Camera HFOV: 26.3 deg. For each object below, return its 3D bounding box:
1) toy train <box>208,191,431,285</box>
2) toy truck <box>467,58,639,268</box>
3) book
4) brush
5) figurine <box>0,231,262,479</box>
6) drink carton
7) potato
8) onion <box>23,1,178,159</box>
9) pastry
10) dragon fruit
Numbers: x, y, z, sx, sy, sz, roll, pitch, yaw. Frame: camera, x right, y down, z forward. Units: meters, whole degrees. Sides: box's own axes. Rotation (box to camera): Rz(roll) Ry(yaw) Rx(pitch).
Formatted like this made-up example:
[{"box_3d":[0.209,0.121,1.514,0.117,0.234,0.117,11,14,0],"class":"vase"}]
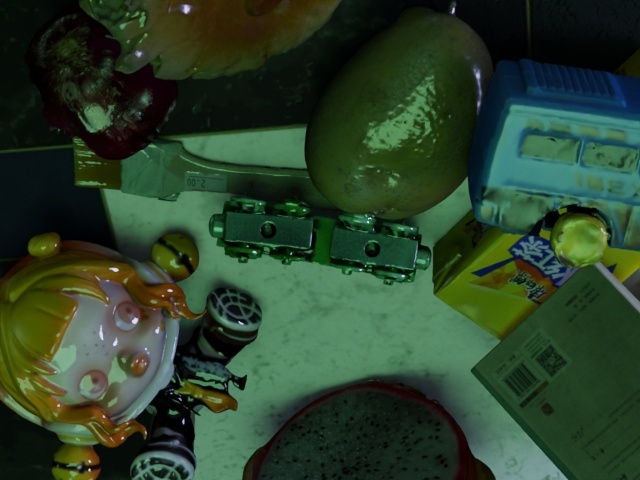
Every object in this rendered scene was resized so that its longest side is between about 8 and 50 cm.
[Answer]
[{"box_3d":[0.000,0.000,1.555,0.251,0.119,0.085,11,88,1],"class":"toy train"},{"box_3d":[0.340,-0.064,1.329,0.385,0.161,0.162,9,116,0],"class":"toy truck"},{"box_3d":[0.325,0.185,1.500,0.283,0.025,0.215,49,120,9],"class":"book"},{"box_3d":[-0.116,-0.072,1.567,0.336,0.020,0.085,6,124,-1],"class":"brush"},{"box_3d":[-0.256,0.127,1.607,0.323,0.196,0.320,31,78,-25],"class":"figurine"},{"box_3d":[0.293,-0.033,1.512,0.154,0.111,0.351,34,119,-18],"class":"drink carton"},{"box_3d":[0.090,-0.135,1.433,0.174,0.159,0.251,8,118,-43],"class":"potato"},{"box_3d":[-0.207,-0.168,1.447,0.135,0.173,0.198,-37,159,13],"class":"onion"},{"box_3d":[-0.083,-0.294,1.289,0.329,0.136,0.330,-29,146,-21],"class":"pastry"},{"box_3d":[0.068,0.351,1.693,0.305,0.305,0.226,-12,130,12],"class":"dragon fruit"}]
